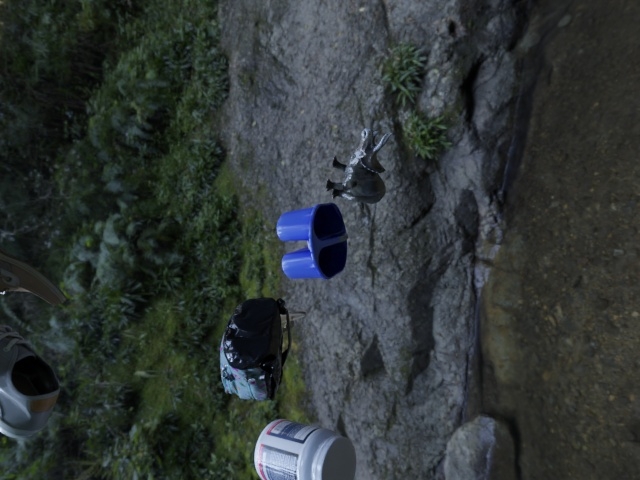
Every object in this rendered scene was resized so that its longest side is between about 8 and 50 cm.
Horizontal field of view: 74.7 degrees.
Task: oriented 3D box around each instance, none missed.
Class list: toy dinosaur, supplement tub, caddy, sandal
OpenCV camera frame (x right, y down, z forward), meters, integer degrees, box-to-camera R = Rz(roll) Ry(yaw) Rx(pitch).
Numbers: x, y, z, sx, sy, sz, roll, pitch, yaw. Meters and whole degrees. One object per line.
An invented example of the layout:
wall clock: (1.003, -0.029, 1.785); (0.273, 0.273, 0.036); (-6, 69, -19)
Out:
toy dinosaur: (0.112, -0.148, 1.134); (0.314, 0.160, 0.121); (71, -148, -51)
supplement tub: (-0.049, 0.662, 1.274); (0.272, 0.191, 0.191); (-8, 73, 39)
caddy: (0.000, 0.000, 1.386); (0.341, 0.179, 0.241); (-21, -75, -69)
sandal: (-0.159, 0.286, 1.339); (0.088, 0.239, 0.079); (73, -171, -65)

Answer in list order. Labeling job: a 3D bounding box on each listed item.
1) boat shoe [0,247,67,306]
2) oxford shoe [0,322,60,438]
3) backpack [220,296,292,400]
boat shoe: (-0.889, 0.095, 1.173); (0.121, 0.341, 0.110); (-15, 39, 55)
oxford shoe: (-0.789, 0.266, 1.022); (0.130, 0.449, 0.169); (-47, -13, 4)
backpack: (-0.118, 0.204, 0.749); (0.152, 0.115, 0.182); (-74, -9, -47)
